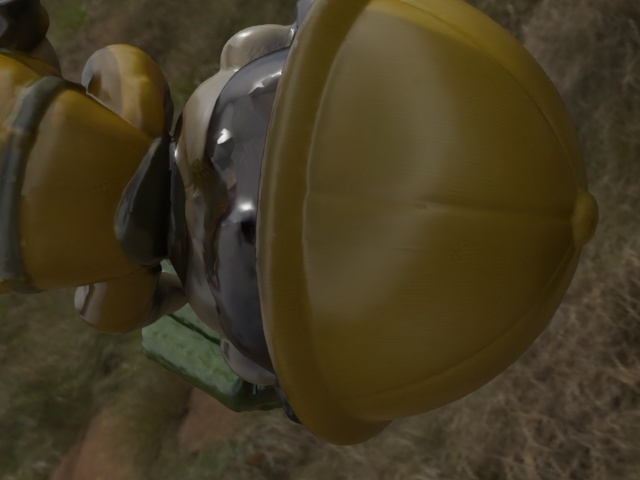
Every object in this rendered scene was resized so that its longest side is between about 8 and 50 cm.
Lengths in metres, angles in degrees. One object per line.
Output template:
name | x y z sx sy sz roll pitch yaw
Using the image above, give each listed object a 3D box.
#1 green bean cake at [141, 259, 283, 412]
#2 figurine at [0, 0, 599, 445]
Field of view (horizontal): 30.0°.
green bean cake | 0.000 0.000 1.229 0.218 0.335 0.319 28 119 28
figurine | -0.024 -0.015 0.471 0.167 0.257 0.192 -98 8 -65
